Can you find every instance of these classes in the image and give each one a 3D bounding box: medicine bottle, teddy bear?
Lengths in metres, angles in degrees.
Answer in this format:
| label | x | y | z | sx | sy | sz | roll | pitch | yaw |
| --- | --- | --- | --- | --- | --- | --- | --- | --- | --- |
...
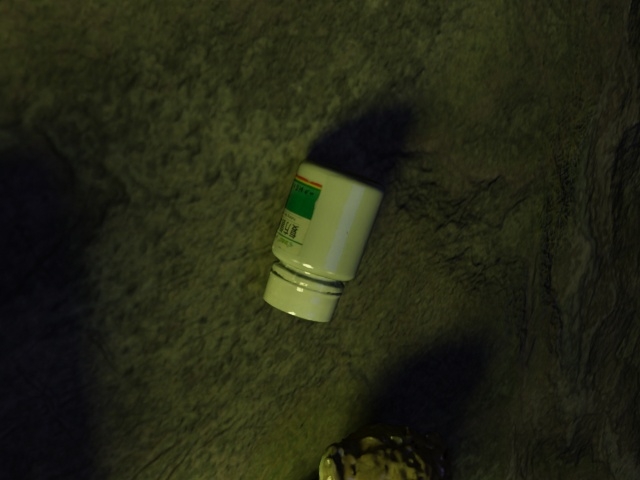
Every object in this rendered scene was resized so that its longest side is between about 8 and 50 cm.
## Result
| label | x | y | z | sx | sy | sz | roll | pitch | yaw |
| --- | --- | --- | --- | --- | --- | --- | --- | --- | --- |
| medicine bottle | 0.000 | 0.000 | 0.776 | 0.080 | 0.080 | 0.130 | 12 | 101 | -48 |
| teddy bear | 0.036 | 0.304 | 0.910 | 0.267 | 0.156 | 0.256 | 7 | 102 | -46 |
